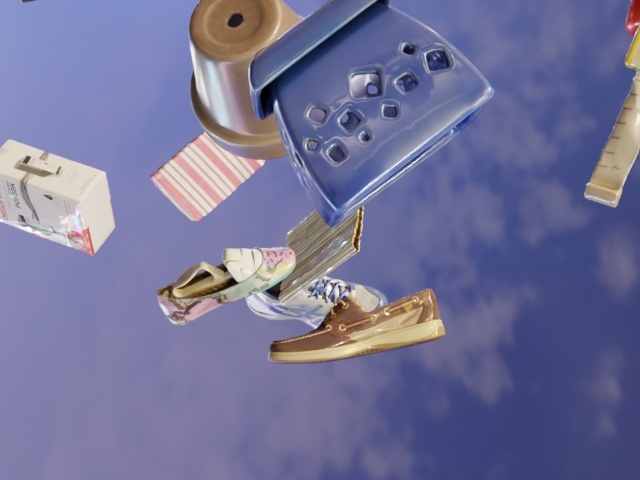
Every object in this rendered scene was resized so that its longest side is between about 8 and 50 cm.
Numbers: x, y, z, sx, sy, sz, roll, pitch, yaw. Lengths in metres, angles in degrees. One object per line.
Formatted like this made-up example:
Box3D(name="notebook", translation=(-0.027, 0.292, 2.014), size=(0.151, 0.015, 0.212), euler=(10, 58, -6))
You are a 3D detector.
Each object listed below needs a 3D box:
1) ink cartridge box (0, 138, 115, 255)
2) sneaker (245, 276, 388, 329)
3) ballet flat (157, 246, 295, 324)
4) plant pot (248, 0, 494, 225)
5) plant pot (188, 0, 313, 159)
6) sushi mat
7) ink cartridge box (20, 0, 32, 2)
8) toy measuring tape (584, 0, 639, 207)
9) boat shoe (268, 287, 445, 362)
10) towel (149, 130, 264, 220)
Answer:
Box3D(name="ink cartridge box", translation=(-0.319, -0.051, 1.350), size=(0.099, 0.135, 0.056), euler=(90, 24, -49))
Box3D(name="sneaker", translation=(-0.012, 0.114, 2.296), size=(0.131, 0.297, 0.111), euler=(85, 10, -63))
Box3D(name="ballet flat", translation=(-0.147, 0.056, 1.702), size=(0.222, 0.079, 0.077), euler=(-25, -141, 13))
Box3D(name="plant pot", translation=(0.044, -0.171, 1.387), size=(0.236, 0.212, 0.236), euler=(-38, 177, -3))
Box3D(name="plant pot", translation=(-0.104, -0.293, 1.839), size=(0.263, 0.229, 0.263), euler=(-5, -114, 11))
Box3D(name="sushi mat", translation=(0.000, 0.000, 2.043), size=(0.316, 0.019, 0.151), euler=(140, -40, -57))
Box3D(name="ink cartridge box", translation=(-0.337, -0.416, 1.482), size=(0.371, 0.176, 0.069), euler=(-123, -156, -49))
Box3D(name="toy measuring tape", translation=(0.376, -0.186, 1.262), size=(0.121, 0.121, 0.330), euler=(21, -91, 65))
Box3D(name="boat shoe", translation=(0.062, 0.161, 2.186), size=(0.123, 0.342, 0.123), euler=(72, 7, -82))
Box3D(name="towel", translation=(-0.228, -0.145, 2.299), size=(0.197, 0.144, 0.029), euler=(-41, -147, 2))
